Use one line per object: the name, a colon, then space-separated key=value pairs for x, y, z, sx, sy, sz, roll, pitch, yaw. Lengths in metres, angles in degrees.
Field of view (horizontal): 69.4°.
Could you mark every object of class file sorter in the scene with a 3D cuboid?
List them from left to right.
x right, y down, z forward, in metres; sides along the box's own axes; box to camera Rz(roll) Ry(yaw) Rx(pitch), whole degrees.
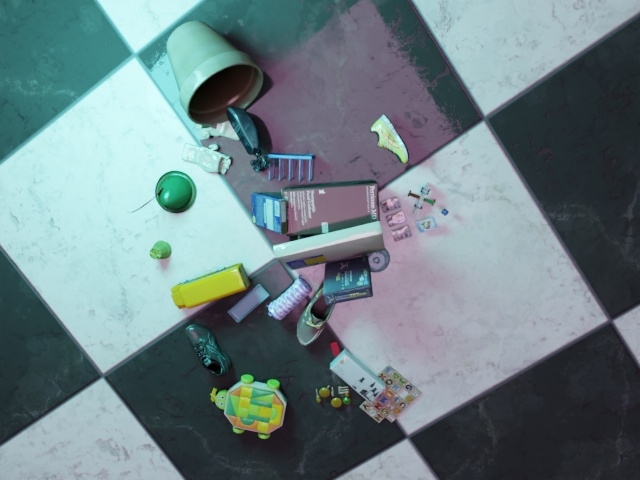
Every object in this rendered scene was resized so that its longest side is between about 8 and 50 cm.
file sorter: x=-0.116 y=-0.290 z=1.837 sx=0.170 sy=0.118 sz=0.104 roll=3 pitch=104 yaw=3

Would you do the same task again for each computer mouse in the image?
computer mouse: x=-0.269 y=-0.401 z=1.786 sx=0.072 sy=0.188 sz=0.272 roll=-32 pitch=104 yaw=-16

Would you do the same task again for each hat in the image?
hat: x=-0.618 y=-0.176 z=1.851 sx=0.173 sy=0.183 sz=0.208 roll=28 pitch=101 yaw=-2

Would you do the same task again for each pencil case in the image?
pencil case: x=-0.131 y=0.246 z=1.955 sx=0.206 sy=0.086 sz=0.088 roll=-42 pitch=68 yaw=8

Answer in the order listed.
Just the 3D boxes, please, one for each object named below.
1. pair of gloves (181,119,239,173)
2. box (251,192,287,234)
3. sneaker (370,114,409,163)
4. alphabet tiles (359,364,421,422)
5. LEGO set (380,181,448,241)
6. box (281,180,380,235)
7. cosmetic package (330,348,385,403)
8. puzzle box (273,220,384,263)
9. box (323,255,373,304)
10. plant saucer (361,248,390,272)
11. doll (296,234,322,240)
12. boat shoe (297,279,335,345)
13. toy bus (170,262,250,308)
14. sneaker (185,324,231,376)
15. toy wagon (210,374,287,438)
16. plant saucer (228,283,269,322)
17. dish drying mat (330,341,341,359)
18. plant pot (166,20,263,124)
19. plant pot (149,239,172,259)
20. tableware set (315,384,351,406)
pair of gloves: x=-0.442 y=-0.399 z=1.873 sx=0.204 sy=0.042 sz=0.240 roll=24 pitch=102 yaw=-1
box: x=-0.208 y=-0.113 z=1.850 sx=0.036 sy=0.225 sz=0.136 roll=-12 pitch=110 yaw=-37
sneaker: x=0.275 y=-0.386 z=1.821 sx=0.094 sy=0.081 sz=0.208 roll=-33 pitch=90 yaw=16
alphabet tiles: x=0.295 y=0.693 z=2.047 sx=0.198 sy=0.009 sz=0.237 roll=40 pitch=100 yaw=-4
LEGO set: x=0.388 y=-0.119 z=1.884 sx=0.244 sy=0.060 sz=0.182 roll=-20 pitch=102 yaw=16
box: x=0.043 y=-0.127 z=1.847 sx=0.382 sy=0.143 sz=0.191 roll=-5 pitch=100 yaw=2
cosmetic package: x=0.162 y=0.587 z=2.001 sx=0.239 sy=0.060 sz=0.099 roll=41 pitch=99 yaw=-4
puzzle box: x=0.044 y=0.028 z=1.806 sx=0.409 sy=0.272 sz=0.052 roll=-13 pitch=75 yaw=6
box: x=0.108 y=0.153 z=1.827 sx=0.183 sy=0.232 sz=0.059 roll=-12 pitch=116 yaw=10
plant saucer: x=0.232 y=0.079 z=1.931 sx=0.119 sy=0.021 sz=0.119 roll=1 pitch=100 yaw=4
doll: x=0.000 y=0.000 z=1.887 sx=0.189 sy=0.129 sz=0.046 roll=-1 pitch=65 yaw=-8
boat shoe: x=-0.013 y=0.310 z=1.949 sx=0.117 sy=0.097 sz=0.324 roll=28 pitch=101 yaw=-3
toy bus: x=-0.468 y=0.198 z=1.938 sx=0.333 sy=0.130 sz=0.108 roll=-19 pitch=99 yaw=6
sneaker: x=-0.490 y=0.479 z=2.005 sx=0.101 sy=0.106 sz=0.267 roll=-41 pitch=94 yaw=11
toy wagon: x=-0.328 y=0.737 z=2.061 sx=0.344 sy=0.068 sz=0.267 roll=11 pitch=101 yaw=1
plant saucer: x=-0.311 y=0.271 z=2.000 sx=0.192 sy=0.018 sz=0.067 roll=-41 pitch=96 yaw=9
dish drying mat: x=0.069 y=0.484 z=2.022 sx=0.032 sy=0.008 sz=0.083 roll=-18 pitch=100 yaw=7
plant pot: x=-0.421 y=-0.640 z=1.714 sx=0.323 sy=0.323 sz=0.280 roll=-36 pitch=81 yaw=9
plant pot: x=-0.682 y=0.047 z=1.949 sx=0.083 sy=0.079 sz=0.083 roll=0 pitch=100 yaw=3
tableware set: x=0.057 y=0.694 z=2.056 sx=0.154 sy=0.024 sz=0.104 roll=-7 pitch=103 yaw=3
